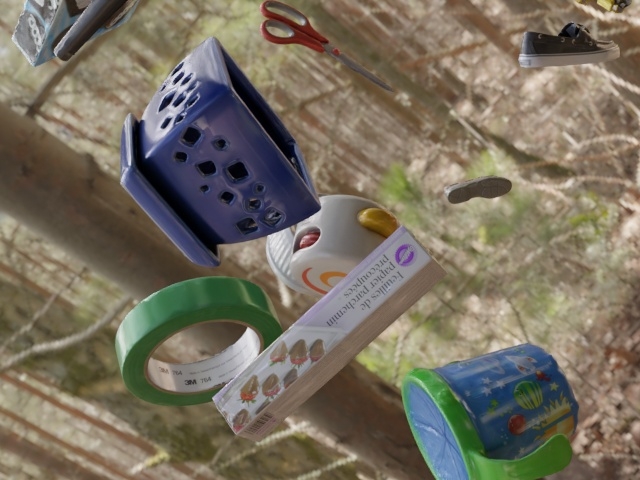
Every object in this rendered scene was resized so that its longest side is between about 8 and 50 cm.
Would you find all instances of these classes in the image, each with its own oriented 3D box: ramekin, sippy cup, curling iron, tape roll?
[{"bbox_3d":[0.000,0.000,2.056,0.109,0.207,0.207,116,171,-51],"label":"ramekin"},{"bbox_3d":[0.281,0.279,1.621,0.224,0.240,0.305,-22,55,-13],"label":"sippy cup"},{"bbox_3d":[-0.169,-0.272,1.019,0.274,0.068,0.035,-38,37,13],"label":"curling iron"},{"bbox_3d":[-0.235,0.202,1.974,0.321,0.321,0.077,-41,49,21],"label":"tape roll"}]

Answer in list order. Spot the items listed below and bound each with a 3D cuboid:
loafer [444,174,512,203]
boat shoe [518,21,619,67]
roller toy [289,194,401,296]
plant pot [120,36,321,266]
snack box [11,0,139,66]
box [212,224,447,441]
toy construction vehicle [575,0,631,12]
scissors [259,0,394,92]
[{"bbox_3d":[0.290,-0.100,1.867,0.125,0.045,0.039,-11,31,-7],"label":"loafer"},{"bbox_3d":[0.453,-0.359,1.834,0.080,0.228,0.076,22,118,61],"label":"boat shoe"},{"bbox_3d":[0.047,0.009,1.806,0.191,0.209,0.146,6,64,12],"label":"roller toy"},{"bbox_3d":[-0.159,-0.118,1.464,0.212,0.236,0.236,-35,30,9],"label":"plant pot"},{"bbox_3d":[-0.295,-0.377,1.371,0.187,0.060,0.322,-39,-2,-38],"label":"snack box"},{"bbox_3d":[0.011,0.118,1.240,0.324,0.067,0.063,-43,59,6],"label":"box"},{"bbox_3d":[0.394,-0.359,1.489,0.086,0.098,0.035,49,131,44],"label":"toy construction vehicle"},{"bbox_3d":[0.016,-0.377,1.943,0.021,0.297,0.109,123,164,-47],"label":"scissors"}]
